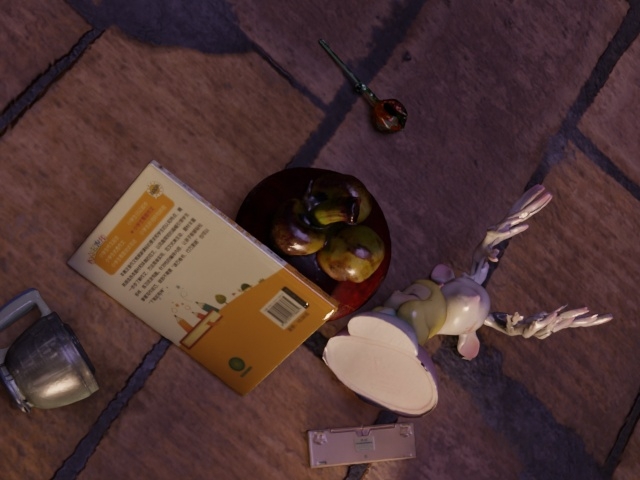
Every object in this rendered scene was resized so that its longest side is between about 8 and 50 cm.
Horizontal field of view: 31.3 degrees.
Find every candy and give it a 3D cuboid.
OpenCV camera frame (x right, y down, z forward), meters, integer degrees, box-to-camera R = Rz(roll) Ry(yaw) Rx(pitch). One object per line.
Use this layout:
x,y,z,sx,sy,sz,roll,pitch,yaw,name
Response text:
0.060,-0.233,1.711,0.185,0.049,0.055,47,31,3,candy

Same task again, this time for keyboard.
0.057,0.280,1.576,0.166,0.017,0.055,0,81,-25,keyboard

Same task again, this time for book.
-0.151,0.055,1.443,0.295,0.208,0.020,39,33,-11,book

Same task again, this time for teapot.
-0.344,0.140,1.376,0.108,0.111,0.149,-31,96,-15,teapot

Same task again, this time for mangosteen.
0.000,0.000,1.488,0.215,0.257,0.215,4,78,-21,mangosteen

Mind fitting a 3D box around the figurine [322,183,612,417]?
0.207,0.102,1.563,0.315,0.284,0.206,-35,94,-40,figurine
